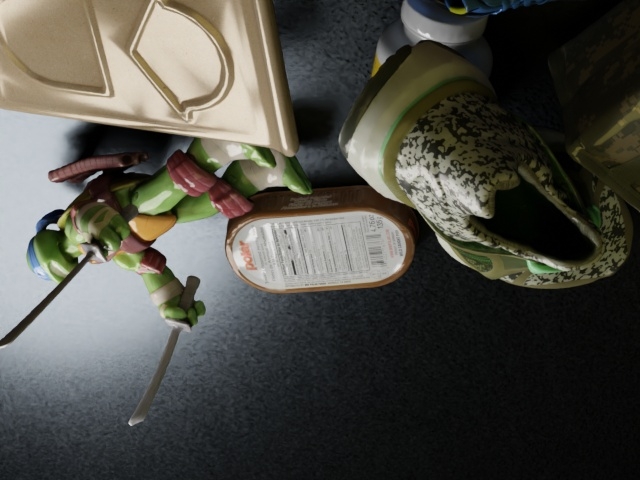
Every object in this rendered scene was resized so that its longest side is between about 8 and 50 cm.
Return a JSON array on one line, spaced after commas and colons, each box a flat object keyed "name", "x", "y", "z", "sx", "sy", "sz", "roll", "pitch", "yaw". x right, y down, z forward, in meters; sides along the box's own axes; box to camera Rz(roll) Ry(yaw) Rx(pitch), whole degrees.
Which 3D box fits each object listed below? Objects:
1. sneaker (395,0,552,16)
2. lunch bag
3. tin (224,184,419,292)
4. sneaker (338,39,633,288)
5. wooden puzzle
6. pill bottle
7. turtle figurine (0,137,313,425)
[{"name": "sneaker", "x": 0.151, "y": -0.214, "z": 1.567, "sx": 0.209, "sy": 0.082, "sz": 0.069, "roll": 7, "pitch": 154, "yaw": -14}, {"name": "lunch bag", "x": 0.375, "y": -0.103, "z": 1.600, "sx": 0.235, "sy": 0.169, "sz": 0.287, "roll": -37, "pitch": 124, "yaw": 26}, {"name": "tin", "x": 0.000, "y": 0.000, "z": 1.810, "sx": 0.190, "sy": 0.040, "sz": 0.106, "roll": -5, "pitch": 124, "yaw": 11}, {"name": "sneaker", "x": 0.179, "y": -0.014, "z": 1.600, "sx": 0.158, "sy": 0.182, "sz": 0.410, "roll": -50, "pitch": 143, "yaw": 11}, {"name": "wooden puzzle", "x": -0.177, "y": -0.238, "z": 1.575, "sx": 0.348, "sy": 0.080, "sz": 0.322, "roll": 13, "pitch": 134, "yaw": 26}, {"name": "pill bottle", "x": 0.094, "y": -0.134, "z": 1.645, "sx": 0.103, "sy": 0.103, "sz": 0.184, "roll": 10, "pitch": 130, "yaw": -1}, {"name": "turtle figurine", "x": -0.136, "y": 0.014, "z": 1.706, "sx": 0.266, "sy": 0.274, "sz": 0.198, "roll": -33, "pitch": 121, "yaw": 12}]
